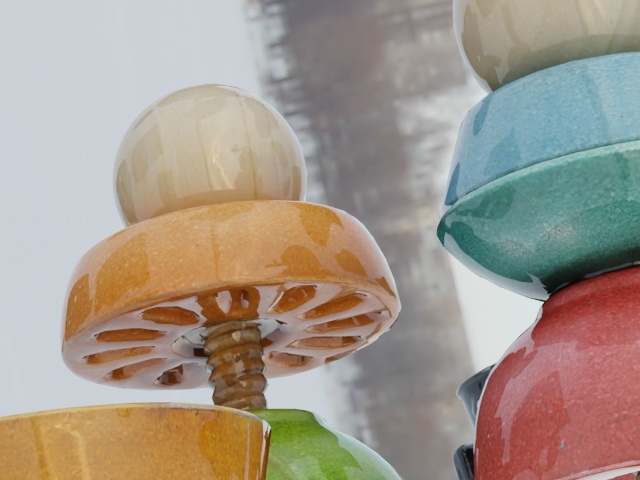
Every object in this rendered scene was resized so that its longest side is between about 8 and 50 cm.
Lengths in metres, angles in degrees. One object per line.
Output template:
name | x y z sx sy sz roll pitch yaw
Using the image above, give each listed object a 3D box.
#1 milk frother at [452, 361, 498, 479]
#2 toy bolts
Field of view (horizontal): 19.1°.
milk frother | 0.160 0.133 1.098 0.129 0.143 0.135 121 -47 -65
toy bolts | 0.000 0.000 0.491 0.218 0.228 0.158 21 56 -59
